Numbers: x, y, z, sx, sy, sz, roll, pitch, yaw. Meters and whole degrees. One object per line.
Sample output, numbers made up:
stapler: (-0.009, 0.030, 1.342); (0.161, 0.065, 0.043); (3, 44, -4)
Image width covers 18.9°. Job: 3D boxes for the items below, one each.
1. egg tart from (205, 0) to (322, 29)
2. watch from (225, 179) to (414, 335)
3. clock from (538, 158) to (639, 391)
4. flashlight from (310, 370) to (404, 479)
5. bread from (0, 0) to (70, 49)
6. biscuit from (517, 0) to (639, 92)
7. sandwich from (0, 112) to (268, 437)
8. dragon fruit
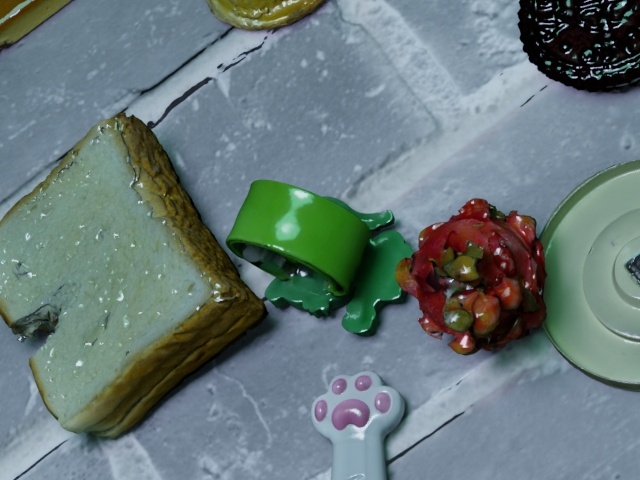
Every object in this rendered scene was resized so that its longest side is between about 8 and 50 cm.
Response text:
egg tart: (-0.060, -0.320, 2.107); (0.191, 0.074, 0.191); (-8, 65, 17)
watch: (0.000, 0.000, 1.889); (0.165, 0.152, 0.131); (18, 74, 30)
clock: (0.312, 0.029, 1.814); (0.235, 0.029, 0.235); (-9, 64, 19)
flashlight: (0.034, 0.221, 1.834); (0.093, 0.047, 0.200); (-9, 63, 19)
bread: (-0.322, -0.304, 2.223); (0.226, 0.049, 0.088); (-35, 58, 6)
biscuit: (0.288, -0.234, 1.929); (0.194, 0.053, 0.195); (-9, 64, 20)
sandwich: (-0.217, 0.043, 1.980); (0.249, 0.095, 0.273); (-42, 57, 15)
dragon fruit: (0.145, 0.041, 1.806); (0.150, 0.208, 0.133); (24, 111, 2)
